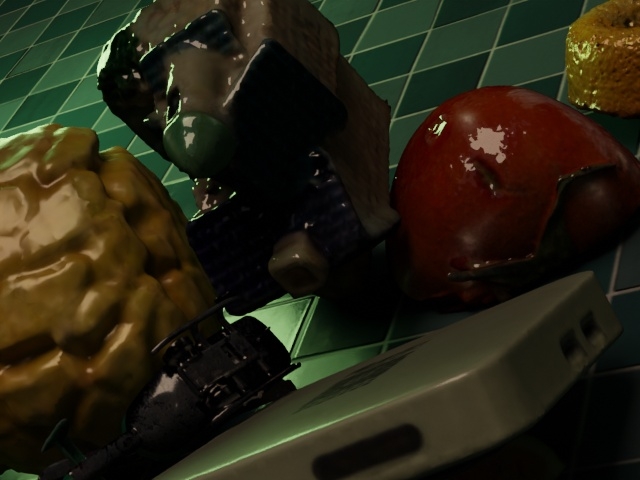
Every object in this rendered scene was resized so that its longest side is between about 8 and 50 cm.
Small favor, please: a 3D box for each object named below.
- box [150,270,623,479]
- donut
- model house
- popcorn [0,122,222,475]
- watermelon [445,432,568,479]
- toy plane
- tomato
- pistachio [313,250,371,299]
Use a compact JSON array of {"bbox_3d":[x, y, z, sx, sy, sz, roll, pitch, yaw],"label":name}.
[{"bbox_3d":[0.054,0.153,1.370,0.367,0.090,0.373,-24,0,26],"label":"box"},{"bbox_3d":[0.396,-0.219,1.844,0.253,0.118,0.253,-13,19,5],"label":"donut"},{"bbox_3d":[-0.070,-0.082,1.652,0.243,0.298,0.284,-32,41,23],"label":"model house"},{"bbox_3d":[-0.293,0.061,1.747,0.344,0.354,0.390,-21,22,-9],"label":"popcorn"},{"bbox_3d":[0.128,0.224,1.394,0.163,0.087,0.069,-41,-8,-27],"label":"watermelon"},{"bbox_3d":[-0.145,0.171,1.542,0.381,0.106,0.155,-33,-17,-43],"label":"toy plane"},{"bbox_3d":[0.179,-0.077,1.725,0.309,0.170,0.309,-21,29,12],"label":"tomato"},{"bbox_3d":[0.001,-0.002,1.842,0.100,0.110,0.189,0,23,-13],"label":"pistachio"}]
